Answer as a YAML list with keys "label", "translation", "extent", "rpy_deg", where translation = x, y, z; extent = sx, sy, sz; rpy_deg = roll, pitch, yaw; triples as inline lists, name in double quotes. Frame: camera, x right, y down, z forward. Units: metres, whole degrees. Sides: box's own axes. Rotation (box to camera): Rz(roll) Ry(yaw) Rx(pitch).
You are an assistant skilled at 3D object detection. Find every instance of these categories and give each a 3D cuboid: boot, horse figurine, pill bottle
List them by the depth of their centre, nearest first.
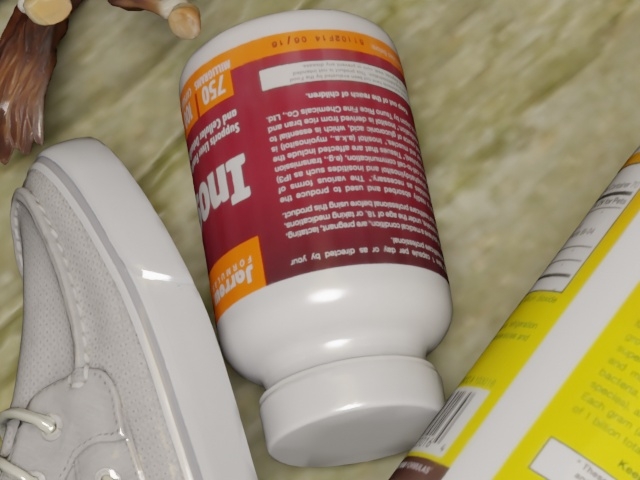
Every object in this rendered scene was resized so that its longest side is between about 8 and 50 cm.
- label: "pill bottle"
  translation: [0.122, 0.045, 0.606]
  extent: [0.117, 0.117, 0.215]
  rpy_deg: [34, 76, 18]
- label: "boot"
  translation: [-0.091, 0.088, 0.615]
  extent: [0.123, 0.095, 0.258]
  rpy_deg: [-15, 67, -21]
- label: "pill bottle"
  translation: [0.000, 0.000, 0.656]
  extent: [0.086, 0.086, 0.152]
  rpy_deg: [-12, 67, 2]
- label: "horse figurine"
  translation: [-0.032, -0.137, 0.701]
  extent: [0.263, 0.066, 0.174]
  rpy_deg: [-32, 23, 6]
